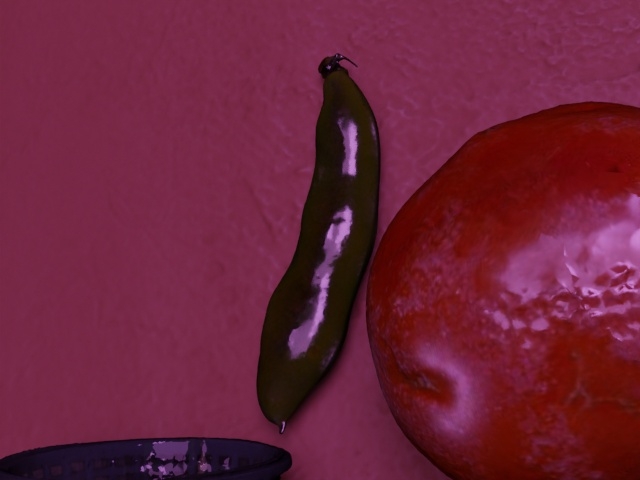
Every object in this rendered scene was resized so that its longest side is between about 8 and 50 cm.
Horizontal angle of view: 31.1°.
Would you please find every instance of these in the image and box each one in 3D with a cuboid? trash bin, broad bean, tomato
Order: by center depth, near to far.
[{"bbox_3d":[0.136,0.022,0.616,0.232,0.232,0.189,-25,111,9],"label":"tomato"},{"bbox_3d":[-0.100,0.205,0.680,0.175,0.175,0.161,-3,89,14],"label":"trash bin"},{"bbox_3d":[0.004,0.000,0.747,0.065,0.046,0.255,7,79,23],"label":"broad bean"}]
